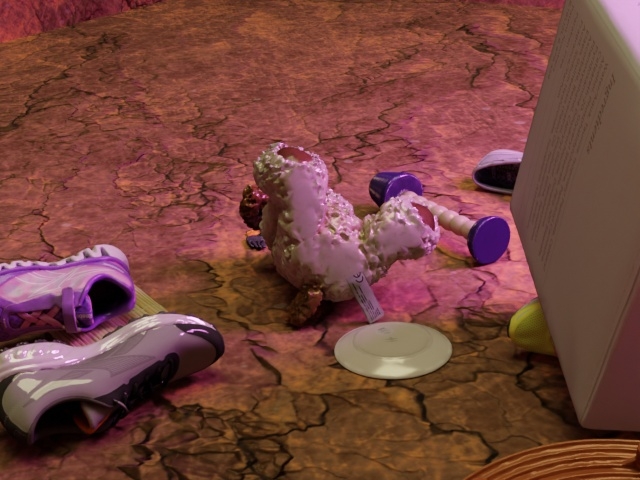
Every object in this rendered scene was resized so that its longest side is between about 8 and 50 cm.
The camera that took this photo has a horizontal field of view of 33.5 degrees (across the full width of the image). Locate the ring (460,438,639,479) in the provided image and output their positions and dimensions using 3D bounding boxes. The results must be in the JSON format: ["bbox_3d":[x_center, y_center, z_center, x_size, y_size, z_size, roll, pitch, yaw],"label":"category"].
[{"bbox_3d":[0.214,0.235,0.697,0.337,0.032,0.336,-2,30,1],"label":"ring"}]

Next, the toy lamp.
[{"bbox_3d":[0.167,-0.045,1.586,0.080,0.080,0.275,-17,27,-30],"label":"toy lamp"}]

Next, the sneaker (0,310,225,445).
[{"bbox_3d":[-0.224,0.156,1.159,0.272,0.100,0.108,-14,49,-31],"label":"sneaker"}]

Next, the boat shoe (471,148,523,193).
[{"bbox_3d":[0.348,-0.099,1.709,0.228,0.079,0.081,8,31,39],"label":"boat shoe"}]

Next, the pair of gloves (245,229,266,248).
[{"bbox_3d":[-0.071,-0.006,1.608,0.083,0.010,0.074,-9,24,-12],"label":"pair of gloves"}]

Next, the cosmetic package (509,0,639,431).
[{"bbox_3d":[0.416,-0.046,1.091,0.330,0.327,0.393,5,35,-6],"label":"cosmetic package"}]

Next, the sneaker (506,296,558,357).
[{"bbox_3d":[0.311,0.115,1.190,0.209,0.081,0.094,4,29,19],"label":"sneaker"}]

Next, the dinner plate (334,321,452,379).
[{"bbox_3d":[0.087,0.125,1.272,0.141,0.017,0.141,-2,21,1],"label":"dinner plate"}]

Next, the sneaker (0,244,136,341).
[{"bbox_3d":[-0.328,0.077,1.302,0.236,0.095,0.104,-17,35,-29],"label":"sneaker"}]

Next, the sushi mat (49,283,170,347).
[{"bbox_3d":[-0.307,0.083,1.413,0.151,0.019,0.316,-18,27,-30],"label":"sushi mat"}]

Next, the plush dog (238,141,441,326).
[{"bbox_3d":[0.000,0.000,1.428,0.262,0.210,0.225,23,5,-11],"label":"plush dog"}]
